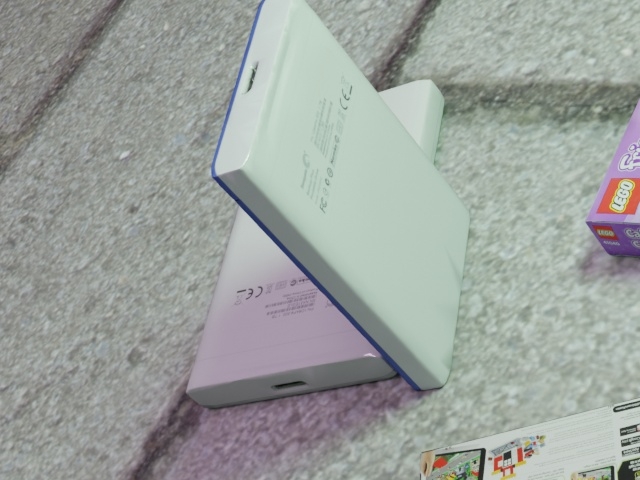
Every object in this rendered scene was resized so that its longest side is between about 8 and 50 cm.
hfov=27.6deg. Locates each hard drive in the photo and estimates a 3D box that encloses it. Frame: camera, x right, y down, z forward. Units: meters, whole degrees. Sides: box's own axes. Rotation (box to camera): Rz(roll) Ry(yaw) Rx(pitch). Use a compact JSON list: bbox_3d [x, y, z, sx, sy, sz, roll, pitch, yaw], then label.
[{"bbox_3d":[0.031,-0.040,1.143,0.040,0.318,0.210,-15,46,31],"label":"hard drive"},{"bbox_3d":[0.000,0.000,1.357,0.233,0.047,0.353,-14,47,32],"label":"hard drive"}]

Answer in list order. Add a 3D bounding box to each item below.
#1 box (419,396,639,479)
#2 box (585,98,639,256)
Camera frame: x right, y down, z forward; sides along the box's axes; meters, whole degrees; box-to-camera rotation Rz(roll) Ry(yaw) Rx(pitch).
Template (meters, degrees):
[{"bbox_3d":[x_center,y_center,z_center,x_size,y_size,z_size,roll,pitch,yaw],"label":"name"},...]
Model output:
[{"bbox_3d":[0.173,0.200,1.021,0.207,0.036,0.114,-19,44,27],"label":"box"},{"bbox_3d":[0.376,-0.112,1.125,0.201,0.057,0.293,4,57,44],"label":"box"}]
